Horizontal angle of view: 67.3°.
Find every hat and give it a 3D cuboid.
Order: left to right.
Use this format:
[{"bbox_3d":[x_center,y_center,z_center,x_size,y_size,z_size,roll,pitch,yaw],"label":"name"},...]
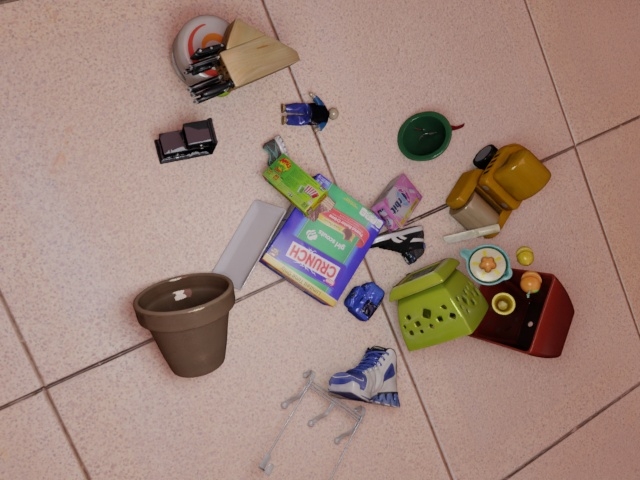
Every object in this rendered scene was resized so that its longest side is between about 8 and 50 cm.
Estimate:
[{"bbox_3d":[0.391,-0.341,1.677,0.208,0.183,0.173,-6,82,23],"label":"hat"}]

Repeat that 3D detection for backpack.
[{"bbox_3d":[0.143,0.187,1.540,0.101,0.098,0.120,41,78,-9],"label":"backpack"}]

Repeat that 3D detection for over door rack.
[{"bbox_3d":[-0.026,0.595,1.452,0.239,0.108,0.324,38,57,-14],"label":"over door rack"}]

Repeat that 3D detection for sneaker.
[{"bbox_3d":[-0.126,-0.238,1.491,0.076,0.065,0.167,-23,93,-1],"label":"sneaker"},{"bbox_3d":[0.147,0.411,1.500,0.315,0.127,0.182,30,60,-46],"label":"sneaker"},{"bbox_3d":[0.259,0.028,1.591,0.216,0.079,0.121,-14,92,-19],"label":"sneaker"}]

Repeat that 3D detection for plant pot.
[{"bbox_3d":[-0.354,0.241,1.314,0.263,0.263,0.229,-11,108,-18],"label":"plant pot"},{"bbox_3d":[0.362,0.190,1.516,0.227,0.228,0.207,-27,89,-56],"label":"plant pot"},{"bbox_3d":[0.709,0.264,1.652,0.235,0.267,0.267,27,80,-29],"label":"plant pot"}]

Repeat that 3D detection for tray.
[{"bbox_3d":[-0.207,0.012,1.424,0.030,0.145,0.270,41,73,-49],"label":"tray"}]

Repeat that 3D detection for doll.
[{"bbox_3d":[-0.030,-0.407,1.527,0.189,0.046,0.129,-4,91,-18],"label":"doll"}]

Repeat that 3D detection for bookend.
[{"bbox_3d":[-0.379,-0.277,1.349,0.156,0.157,0.072,-15,93,-19],"label":"bookend"}]

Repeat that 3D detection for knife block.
[{"bbox_3d":[-0.220,-0.453,1.310,0.275,0.088,0.242,18,87,-28],"label":"knife block"}]

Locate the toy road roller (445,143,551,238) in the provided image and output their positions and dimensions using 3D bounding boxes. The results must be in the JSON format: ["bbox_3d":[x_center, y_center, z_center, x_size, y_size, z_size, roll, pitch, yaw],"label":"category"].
[{"bbox_3d":[0.613,-0.180,1.630,0.202,0.240,0.330,39,77,-13],"label":"toy road roller"}]

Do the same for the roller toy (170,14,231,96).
[{"bbox_3d":[-0.324,-0.534,1.380,0.191,0.146,0.209,24,84,-27],"label":"roller toy"}]

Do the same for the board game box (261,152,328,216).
[{"bbox_3d":[-0.075,-0.163,1.409,0.181,0.043,0.092,42,82,16],"label":"board game box"}]

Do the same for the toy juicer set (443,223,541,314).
[{"bbox_3d":[0.572,0.058,1.553,0.209,0.089,0.329,-34,69,7],"label":"toy juicer set"}]

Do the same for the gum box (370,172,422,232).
[{"bbox_3d":[0.247,-0.120,1.562,0.107,0.062,0.188,49,49,-11],"label":"gum box"}]

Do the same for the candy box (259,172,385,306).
[{"bbox_3d":[0.000,0.000,1.484,0.268,0.122,0.317,35,79,-12],"label":"candy box"}]
